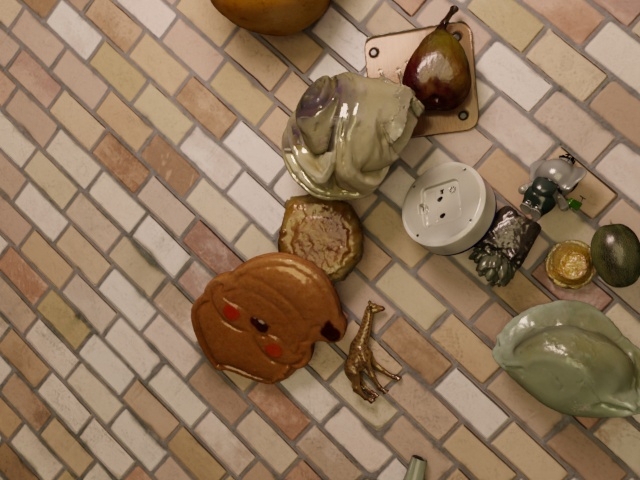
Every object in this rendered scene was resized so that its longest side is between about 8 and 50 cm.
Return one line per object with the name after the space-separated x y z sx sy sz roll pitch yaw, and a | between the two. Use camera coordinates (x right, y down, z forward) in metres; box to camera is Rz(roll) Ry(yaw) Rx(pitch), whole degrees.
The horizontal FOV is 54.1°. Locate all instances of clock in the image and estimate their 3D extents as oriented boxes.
0.318 -0.081 1.569 0.230 0.083 0.230 -20 57 33 | clock

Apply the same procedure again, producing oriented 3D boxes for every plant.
0.454 0.015 1.570 0.132 0.129 0.194 33 96 13 | plant

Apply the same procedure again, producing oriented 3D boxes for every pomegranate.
-0.114 -0.725 1.563 0.417 0.416 0.416 1 92 14 | pomegranate

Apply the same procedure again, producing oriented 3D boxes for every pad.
0.266 -0.418 1.657 0.284 0.018 0.286 -5 92 14 | pad

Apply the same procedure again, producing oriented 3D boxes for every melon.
0.714 0.031 1.509 0.114 0.114 0.167 -9 91 14 | melon

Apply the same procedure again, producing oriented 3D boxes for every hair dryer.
0.308 0.692 1.675 0.267 0.092 0.229 -2 86 0 | hair dryer

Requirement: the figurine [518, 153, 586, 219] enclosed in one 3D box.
0.567 -0.136 1.539 0.147 0.126 0.192 29 73 37 | figurine

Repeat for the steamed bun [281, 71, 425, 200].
0.041 -0.287 1.543 0.394 0.237 0.346 -35 50 27 | steamed bun

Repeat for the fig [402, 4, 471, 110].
0.304 -0.465 1.572 0.170 0.145 0.274 10 84 12 | fig

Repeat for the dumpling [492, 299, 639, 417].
0.616 0.293 1.499 0.321 0.212 0.270 37 98 -1 | dumpling

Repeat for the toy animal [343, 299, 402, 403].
0.128 0.305 1.703 0.149 0.054 0.275 -13 88 12 | toy animal

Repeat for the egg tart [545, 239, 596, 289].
0.627 0.062 1.567 0.129 0.049 0.128 0 91 15 | egg tart

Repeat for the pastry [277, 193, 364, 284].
0.004 -0.005 1.688 0.236 0.121 0.257 10 92 10 | pastry

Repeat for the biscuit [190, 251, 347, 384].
-0.156 0.216 1.695 0.350 0.078 0.455 47 117 -4 | biscuit
